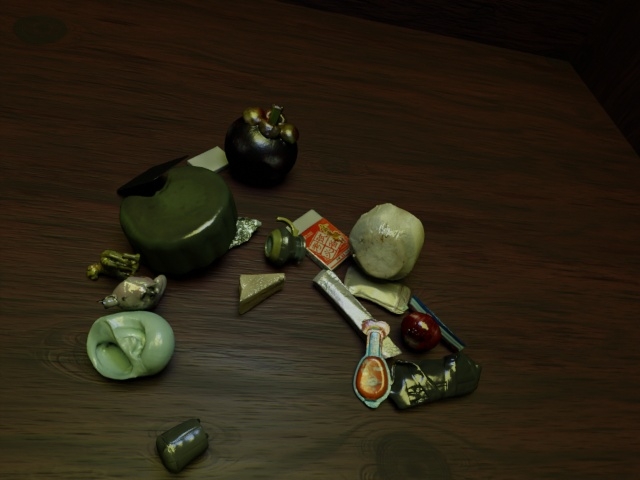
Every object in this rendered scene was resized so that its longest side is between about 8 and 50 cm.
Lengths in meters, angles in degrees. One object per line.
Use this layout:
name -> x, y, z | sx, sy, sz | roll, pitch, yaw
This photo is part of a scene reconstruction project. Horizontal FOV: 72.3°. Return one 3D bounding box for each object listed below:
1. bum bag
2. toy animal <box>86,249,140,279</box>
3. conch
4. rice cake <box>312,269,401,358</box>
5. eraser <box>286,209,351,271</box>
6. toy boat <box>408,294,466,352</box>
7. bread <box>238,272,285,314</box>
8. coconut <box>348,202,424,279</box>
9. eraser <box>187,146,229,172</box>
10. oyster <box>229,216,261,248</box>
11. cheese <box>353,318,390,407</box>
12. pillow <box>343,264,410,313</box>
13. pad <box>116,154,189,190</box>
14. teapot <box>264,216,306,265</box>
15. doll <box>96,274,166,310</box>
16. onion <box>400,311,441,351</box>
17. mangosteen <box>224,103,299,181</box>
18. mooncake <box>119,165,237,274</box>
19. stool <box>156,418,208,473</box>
bum bag -> 0.343, 0.403, 1.303 | 0.327, 0.079, 0.142 | -5, 57, -20
toy animal -> -0.596, 0.069, 1.254 | 0.136, 0.181, 0.073 | 14, 67, -20
conch -> -0.490, 0.275, 1.144 | 0.221, 0.120, 0.184 | 15, 56, 8
rice cake -> 0.111, 0.234, 1.387 | 0.073, 0.056, 0.365 | -35, 68, -21
eraser -> 0.000, 0.000, 1.558 | 0.230, 0.038, 0.157 | 40, 53, 16
toy boat -> 0.376, 0.271, 1.432 | 0.046, 0.080, 0.229 | -46, 71, -2
bread -> -0.179, 0.162, 1.349 | 0.152, 0.077, 0.105 | -2, 49, -13
coconut -> 0.225, -0.002, 1.486 | 0.245, 0.244, 0.247 | 27, 32, 6
eraser -> -0.421, -0.301, 1.691 | 0.104, 0.023, 0.150 | 40, 53, 17
oyster -> -0.296, -0.034, 1.489 | 0.125, 0.064, 0.177 | 40, 54, 12
cheese -> 0.154, 0.353, 1.280 | 0.106, 0.037, 0.255 | 3, 66, 8
pillow -> 0.191, 0.164, 1.478 | 0.233, 0.038, 0.130 | 21, 49, 3
pad -> -0.570, -0.227, 1.483 | 0.267, 0.004, 0.181 | -4, 34, 42
teapot -> -0.116, 0.005, 1.459 | 0.119, 0.130, 0.165 | 8, 69, -28
doll -> -0.503, 0.148, 1.210 | 0.150, 0.192, 0.095 | -10, 86, -4
onion -> 0.311, 0.281, 1.363 | 0.131, 0.131, 0.131 | 8, 51, -10
mangosteen -> -0.207, -0.371, 1.625 | 0.275, 0.302, 0.274 | 18, 38, -15
mooncake -> -0.422, -0.062, 1.360 | 0.352, 0.187, 0.351 | -2, 49, 2
stool -> -0.326, 0.484, 1.041 | 0.110, 0.096, 0.096 | -24, 62, -36
